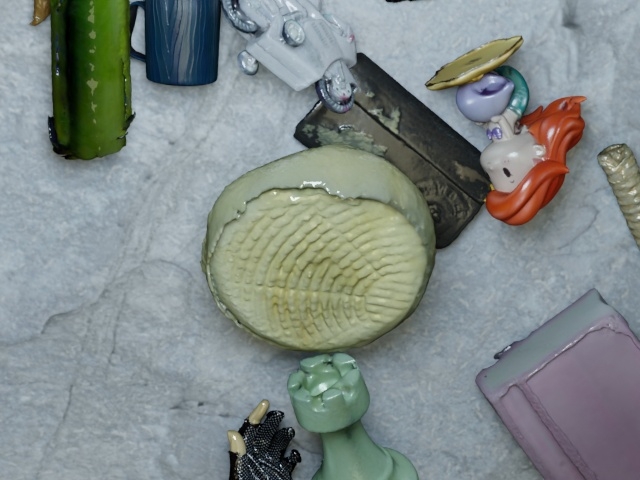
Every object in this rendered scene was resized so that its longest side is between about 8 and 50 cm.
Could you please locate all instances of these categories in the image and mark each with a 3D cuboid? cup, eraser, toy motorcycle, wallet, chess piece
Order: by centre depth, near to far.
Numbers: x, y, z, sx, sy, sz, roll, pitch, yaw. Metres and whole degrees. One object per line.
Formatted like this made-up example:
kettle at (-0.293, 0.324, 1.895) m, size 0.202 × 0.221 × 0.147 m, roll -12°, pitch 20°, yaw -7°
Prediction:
toy motorcycle at (-0.036, -0.307, 1.590) m, size 0.260 × 0.171 × 0.110 m, roll 38°, pitch 138°, yaw -26°
cup at (-0.214, -0.308, 1.600) m, size 0.113 × 0.150 × 0.138 m, roll -12°, pitch 114°, yaw -39°
wallet at (0.127, -0.136, 1.711) m, size 0.321 × 0.044 × 0.170 m, roll 37°, pitch 102°, yaw -15°
chess piece at (0.042, 0.330, 1.744) m, size 0.194 × 0.195 × 0.299 m, roll -18°, pitch 120°, yaw -1°
eraser at (0.474, 0.302, 1.845) m, size 0.272 × 0.122 × 0.359 m, roll -35°, pitch 108°, yaw 5°

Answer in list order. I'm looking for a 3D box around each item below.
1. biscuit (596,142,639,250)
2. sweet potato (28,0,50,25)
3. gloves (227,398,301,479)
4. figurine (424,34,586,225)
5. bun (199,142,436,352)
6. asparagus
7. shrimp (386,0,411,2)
biscuit at (0.518, -0.056, 1.772) m, size 0.061 × 0.055 × 0.219 m, roll -32°, pitch 107°, yaw -16°
sweet potato at (-0.378, -0.461, 1.546) m, size 0.072 × 0.066 × 0.314 m, roll 21°, pitch 107°, yaw -5°
gloves at (-0.100, 0.361, 1.825) m, size 0.129 × 0.106 × 0.181 m, roll 5°, pitch 78°, yaw -9°
figurine at (0.300, -0.173, 1.648) m, size 0.181 × 0.208 × 0.257 m, roll -19°, pitch 108°, yaw 32°
bun at (-0.002, -0.004, 1.649) m, size 0.364 × 0.202 × 0.364 m, roll -2°, pitch 131°, yaw -2°
asparagus at (-0.332, -0.304, 1.558) m, size 0.128 × 0.108 × 0.382 m, roll 10°, pitch 114°, yaw 12°
shrimp at (0.117, -0.446, 1.597) m, size 0.364 × 0.071 × 0.233 m, roll -21°, pitch 120°, yaw 9°
